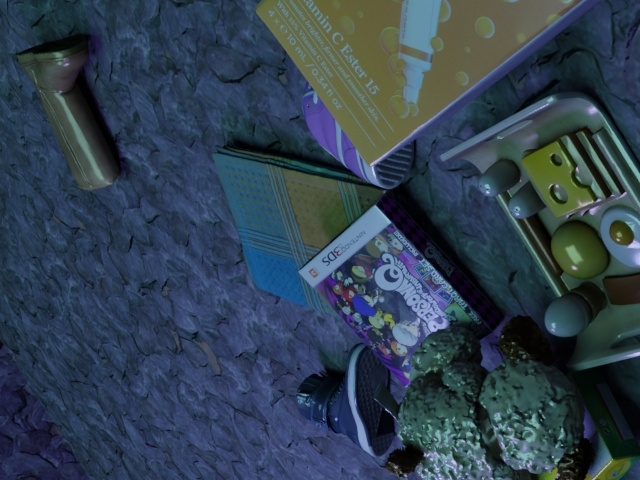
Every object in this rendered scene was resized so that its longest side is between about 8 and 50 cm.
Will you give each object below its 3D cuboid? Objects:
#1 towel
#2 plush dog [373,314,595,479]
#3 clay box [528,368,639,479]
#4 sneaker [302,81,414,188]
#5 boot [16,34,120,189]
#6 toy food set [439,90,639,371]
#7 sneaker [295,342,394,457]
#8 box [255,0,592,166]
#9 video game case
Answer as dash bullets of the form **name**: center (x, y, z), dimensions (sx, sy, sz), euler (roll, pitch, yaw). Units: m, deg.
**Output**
- **towel**: center (0.000, 0.000, 1.756), dimensions (0.370, 0.040, 0.271), euler (16, 131, 43)
- **plush dog**: center (0.214, 0.220, 1.440), dimensions (0.225, 0.211, 0.262), euler (-26, 81, 31)
- **clay box**: center (0.313, 0.277, 1.504), dimensions (0.222, 0.053, 0.127), euler (115, 143, -47)
- **sneaker**: center (0.029, -0.207, 1.480), dimensions (0.161, 0.102, 0.282), euler (34, 141, 38)
- **boot**: center (-0.421, -0.222, 2.076), dimensions (0.236, 0.089, 0.269), euler (13, 128, 61)
- **toy food set**: center (0.279, -0.003, 1.332), dimensions (0.306, 0.092, 0.220), euler (57, 148, -3)
- **sneaker**: center (0.029, 0.230, 1.870), dimensions (0.163, 0.086, 0.226), euler (26, 138, 35)
- **box**: center (0.132, -0.262, 1.173), dimensions (0.215, 0.168, 0.345), euler (54, 136, 1)
- **video game case**: center (0.106, 0.073, 1.618), dimensions (0.232, 0.042, 0.210), euler (47, 138, -2)
